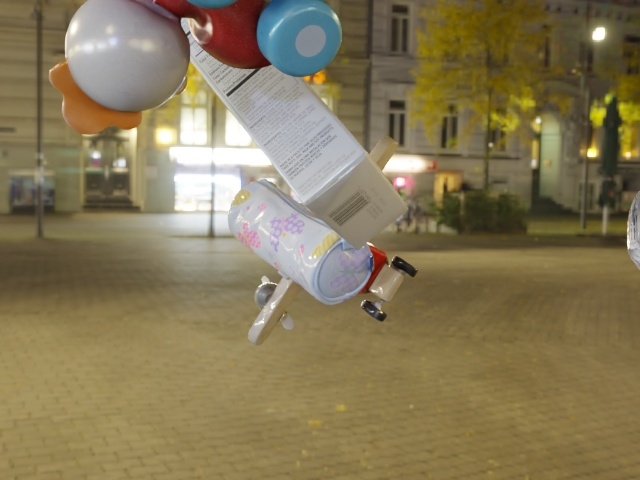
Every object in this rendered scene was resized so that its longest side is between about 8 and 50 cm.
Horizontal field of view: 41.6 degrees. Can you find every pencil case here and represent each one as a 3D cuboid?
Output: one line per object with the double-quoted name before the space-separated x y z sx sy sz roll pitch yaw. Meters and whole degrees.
"pencil case" -0.038 -0.003 1.332 0.113 0.124 0.273 -23 33 -28

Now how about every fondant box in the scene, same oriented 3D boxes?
"fondant box" -0.043 -0.159 1.073 0.096 0.330 0.238 -39 -21 5

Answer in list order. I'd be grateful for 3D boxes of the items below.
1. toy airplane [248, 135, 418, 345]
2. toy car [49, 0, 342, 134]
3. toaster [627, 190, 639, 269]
"toy airplane" 0.000 0.000 1.727 0.386 0.384 0.272 -24 43 -33
"toy car" -0.144 -0.189 0.792 0.210 0.238 0.219 31 14 -41
"toaster" 0.427 -0.023 0.920 0.146 0.129 0.227 -37 13 35
